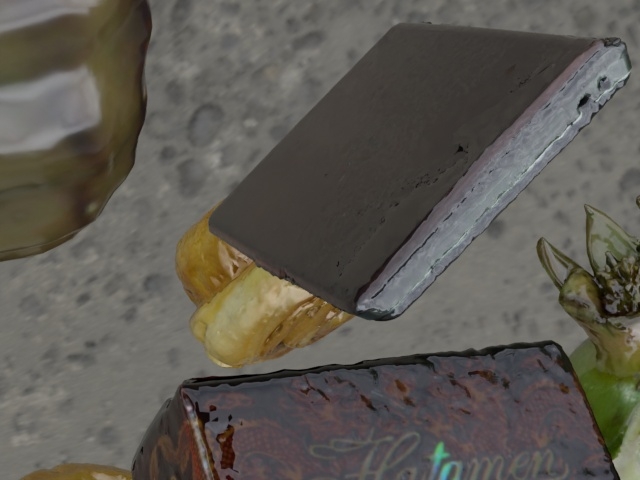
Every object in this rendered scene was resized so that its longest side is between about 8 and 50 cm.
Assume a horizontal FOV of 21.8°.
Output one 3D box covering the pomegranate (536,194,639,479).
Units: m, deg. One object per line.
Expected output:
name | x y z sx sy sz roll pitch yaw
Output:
pomegranate | 0.259 0.127 1.153 0.260 0.260 0.340 -32 105 -26

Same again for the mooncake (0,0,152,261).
mooncake | -0.166 -0.123 0.569 0.161 0.290 0.290 -14 85 -15

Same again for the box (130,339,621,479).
box | 0.074 0.262 0.899 0.264 0.116 0.415 -4 61 -27

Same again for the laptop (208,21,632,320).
laptop | 0.033 -0.037 0.725 0.154 0.207 0.026 -47 111 -7

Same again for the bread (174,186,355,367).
bread | -0.002 0.002 1.201 0.120 0.198 0.236 53 28 5

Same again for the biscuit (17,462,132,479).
biscuit | -0.156 0.305 1.369 0.296 0.102 0.296 30 28 -18
